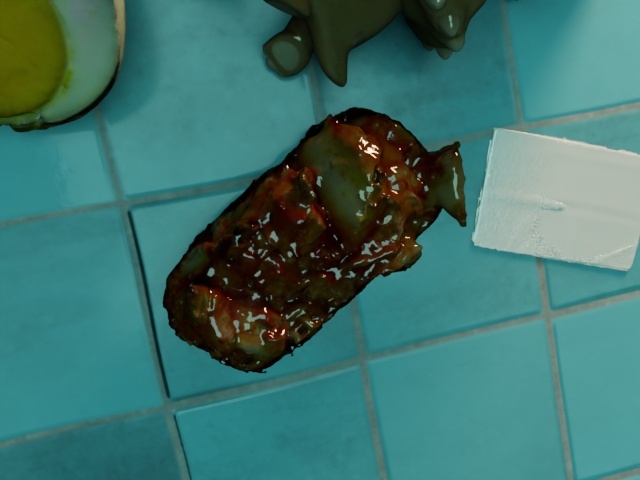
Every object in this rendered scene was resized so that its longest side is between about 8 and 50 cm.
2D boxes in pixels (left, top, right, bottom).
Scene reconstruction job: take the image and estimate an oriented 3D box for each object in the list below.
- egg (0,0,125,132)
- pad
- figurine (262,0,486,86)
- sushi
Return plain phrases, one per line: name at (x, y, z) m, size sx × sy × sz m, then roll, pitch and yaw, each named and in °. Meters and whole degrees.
egg at (-0.302, -0.260, 0.587) m, size 0.264 × 0.174 × 0.286 m, roll -13°, pitch 126°, yaw 18°
pad at (0.313, -0.051, 0.783) m, size 0.232 × 0.004 × 0.156 m, roll 9°, pitch 96°, yaw -9°
figurine at (0.081, -0.255, 0.638) m, size 0.173 × 0.177 × 0.247 m, roll 44°, pitch 78°, yaw 7°
sushi at (0.000, 0.000, 0.657) m, size 0.343 × 0.182 × 0.196 m, roll -42°, pitch 107°, yaw 1°
